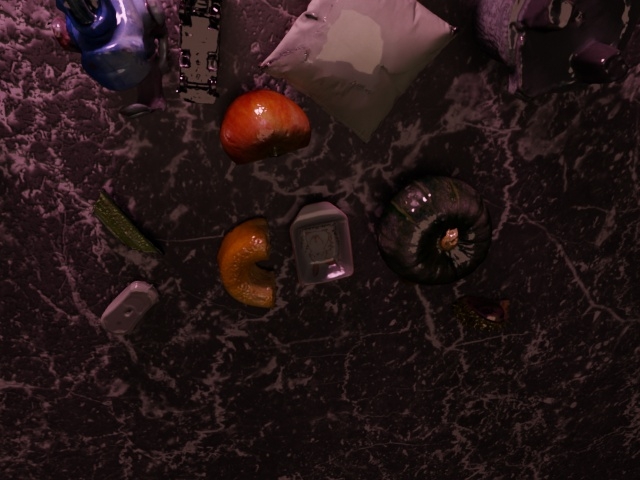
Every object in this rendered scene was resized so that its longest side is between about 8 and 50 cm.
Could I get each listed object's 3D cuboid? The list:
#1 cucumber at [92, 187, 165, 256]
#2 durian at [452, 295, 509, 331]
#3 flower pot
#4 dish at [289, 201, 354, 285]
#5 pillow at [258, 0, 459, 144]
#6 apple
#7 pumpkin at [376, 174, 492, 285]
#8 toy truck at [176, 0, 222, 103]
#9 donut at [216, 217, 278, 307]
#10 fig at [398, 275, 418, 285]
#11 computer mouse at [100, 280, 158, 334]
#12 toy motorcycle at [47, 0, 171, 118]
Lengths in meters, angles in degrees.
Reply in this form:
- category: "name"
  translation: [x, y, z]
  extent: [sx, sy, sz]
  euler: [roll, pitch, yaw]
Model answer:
- category: "cucumber"
  translation: [-0.473, -0.032, 1.154]
  extent: [0.070, 0.046, 0.220]
  euler: [-29, 120, 10]
- category: "durian"
  translation: [0.506, 0.249, 1.471]
  extent: [0.186, 0.108, 0.119]
  euler: [6, 119, -14]
- category: "flower pot"
  translation: [0.469, -0.433, 0.958]
  extent: [0.299, 0.283, 0.299]
  euler: [-5, 121, -9]
- category: "dish"
  translation: [0.000, 0.000, 1.251]
  extent: [0.154, 0.064, 0.234]
  euler: [-11, 123, -4]
- category: "pillow"
  translation: [0.079, -0.400, 0.994]
  extent: [0.310, 0.119, 0.312]
  euler: [31, 114, -19]
- category: "apple"
  translation: [-0.122, -0.241, 1.022]
  extent: [0.195, 0.173, 0.160]
  euler: [-19, 124, -4]
- category: "pumpkin"
  translation: [0.298, -0.017, 1.214]
  extent: [0.300, 0.207, 0.300]
  euler: [-6, 115, -13]
- category: "toy truck"
  translation: [-0.236, -0.408, 0.930]
  extent: [0.088, 0.121, 0.259]
  euler: [3, 119, -14]
- category: "donut"
  translation: [-0.198, 0.076, 1.247]
  extent: [0.152, 0.101, 0.259]
  euler: [-5, 125, -1]
- category: "fig"
  translation: [0.266, 0.089, 1.355]
  extent: [0.088, 0.074, 0.074]
  euler: [-29, 124, -19]
- category: "computer mouse"
  translation: [-0.504, 0.170, 1.260]
  extent: [0.182, 0.056, 0.089]
  euler: [-46, 123, 8]
- category: "toy motorcycle"
  translation: [-0.335, -0.352, 0.829]
  extent: [0.182, 0.319, 0.241]
  euler: [-42, 111, 11]
